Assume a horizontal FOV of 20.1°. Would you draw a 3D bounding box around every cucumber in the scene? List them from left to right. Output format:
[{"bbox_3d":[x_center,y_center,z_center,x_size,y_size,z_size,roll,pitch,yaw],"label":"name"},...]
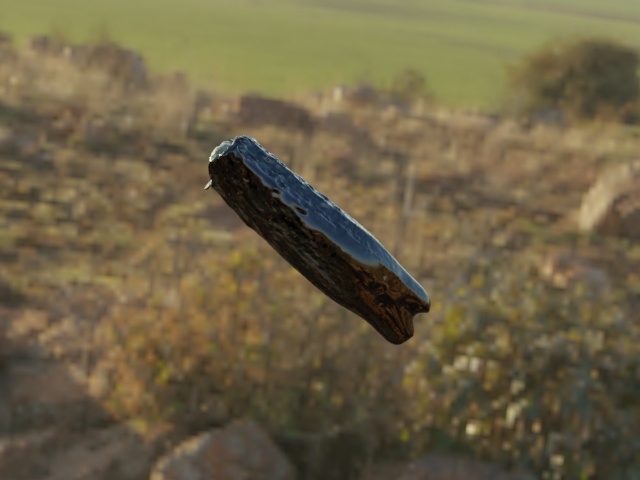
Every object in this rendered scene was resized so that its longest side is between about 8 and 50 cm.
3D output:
[{"bbox_3d":[0.000,0.001,0.780,0.135,0.033,0.034,41,10,-24],"label":"cucumber"}]
